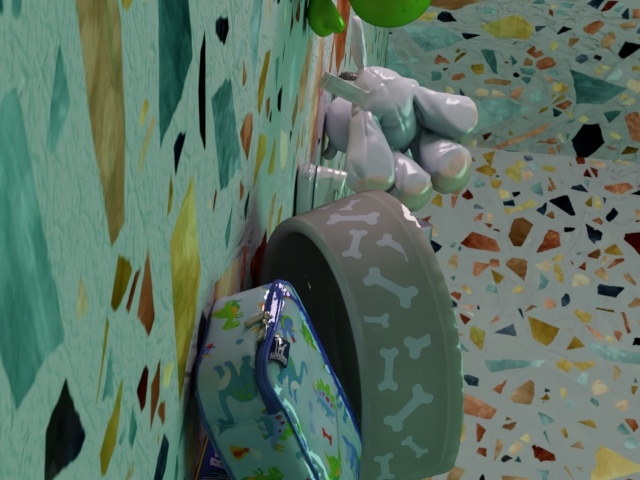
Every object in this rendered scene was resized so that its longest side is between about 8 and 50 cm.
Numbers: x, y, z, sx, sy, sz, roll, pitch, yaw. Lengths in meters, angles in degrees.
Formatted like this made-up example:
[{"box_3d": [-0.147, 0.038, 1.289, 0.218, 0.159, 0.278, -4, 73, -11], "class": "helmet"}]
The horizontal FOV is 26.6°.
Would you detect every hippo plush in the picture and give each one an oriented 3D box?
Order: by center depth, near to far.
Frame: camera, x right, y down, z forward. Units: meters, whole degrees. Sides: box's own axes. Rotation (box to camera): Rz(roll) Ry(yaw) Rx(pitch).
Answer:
[{"box_3d": [0.081, -0.160, 2.175, 0.234, 0.294, 0.236, -63, -164, -16], "class": "hippo plush"}]

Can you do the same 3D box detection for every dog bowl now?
[{"box_3d": [0.029, 0.120, 1.470, 0.349, 0.102, 0.349, 172, -90, -68], "class": "dog bowl"}]

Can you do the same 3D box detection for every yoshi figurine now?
[{"box_3d": [0.075, -0.348, 1.741, 0.362, 0.203, 0.203, -53, 155, -76], "class": "yoshi figurine"}]

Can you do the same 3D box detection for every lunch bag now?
[{"box_3d": [-0.033, 0.156, 1.242, 0.176, 0.090, 0.219, -79, 150, -59], "class": "lunch bag"}]

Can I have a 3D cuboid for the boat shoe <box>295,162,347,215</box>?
[{"box_3d": [0.000, 0.000, 1.926, 0.083, 0.076, 0.226, -77, 171, -57], "class": "boat shoe"}]

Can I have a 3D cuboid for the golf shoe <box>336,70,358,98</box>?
[{"box_3d": [0.061, -0.226, 2.399, 0.198, 0.077, 0.094, 83, 14, -66], "class": "golf shoe"}]

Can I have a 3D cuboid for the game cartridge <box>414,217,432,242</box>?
[{"box_3d": [0.124, -0.022, 2.697, 0.294, 0.196, 0.060, -41, 136, -83], "class": "game cartridge"}]

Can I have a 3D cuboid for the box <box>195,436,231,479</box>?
[{"box_3d": [-0.084, 0.214, 1.299, 0.169, 0.054, 0.059, -76, 170, -55], "class": "box"}]
